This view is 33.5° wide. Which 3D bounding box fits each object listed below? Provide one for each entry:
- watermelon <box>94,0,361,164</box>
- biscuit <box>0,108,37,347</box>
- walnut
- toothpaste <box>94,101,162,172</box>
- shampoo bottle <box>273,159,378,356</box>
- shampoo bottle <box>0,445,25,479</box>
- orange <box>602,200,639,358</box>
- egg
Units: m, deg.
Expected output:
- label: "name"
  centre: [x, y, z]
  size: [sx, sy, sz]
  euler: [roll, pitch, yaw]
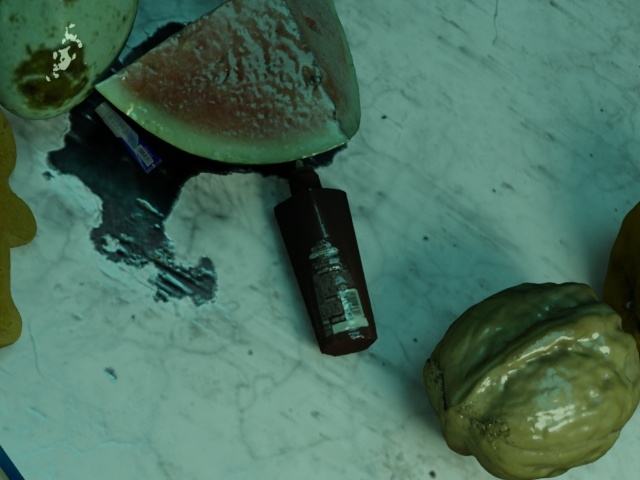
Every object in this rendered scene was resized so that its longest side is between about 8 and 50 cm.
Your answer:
- label: "watermelon"
  centre: [-0.081, -0.174, 1.078]
  size: [0.260, 0.176, 0.256]
  euler: [-28, 47, -1]
- label: "biscuit"
  centre: [-0.309, -0.023, 0.927]
  size: [0.158, 0.035, 0.240]
  euler: [49, 32, -54]
- label: "walnut"
  centre: [0.216, 0.139, 1.070]
  size: [0.245, 0.198, 0.198]
  euler: [-14, 74, -35]
- label: "toothpaste"
  centre: [-0.197, -0.105, 1.083]
  size: [0.083, 0.015, 0.024]
  euler: [47, 54, -6]
- label: "shampoo bottle"
  centre: [-0.002, 0.001, 1.100]
  size: [0.068, 0.067, 0.236]
  euler: [2, 64, -39]
- label: "shampoo bottle"
  centre: [-0.282, 0.214, 0.866]
  size: [0.087, 0.050, 0.183]
  euler: [-34, 85, -32]
- label: "orange"
  centre: [0.425, 0.054, 1.199]
  size: [0.183, 0.249, 0.249]
  euler: [-18, 75, -16]
- label: "egg"
  centre: [-0.260, -0.225, 1.015]
  size: [0.169, 0.169, 0.231]
  euler: [10, 72, -22]
